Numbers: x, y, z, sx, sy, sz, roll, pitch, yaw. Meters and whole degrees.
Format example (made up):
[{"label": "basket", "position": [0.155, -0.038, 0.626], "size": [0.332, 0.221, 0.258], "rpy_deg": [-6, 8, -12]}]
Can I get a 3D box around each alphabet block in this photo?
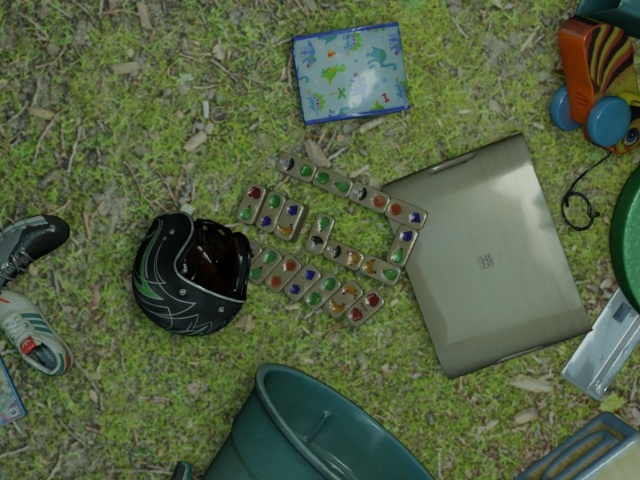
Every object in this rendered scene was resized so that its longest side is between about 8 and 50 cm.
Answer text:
[{"label": "alphabet block", "position": [0.409, 0.382, 1.824], "size": [0.192, 0.193, 0.197], "rpy_deg": [-36, 93, 2]}]

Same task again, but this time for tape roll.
[{"label": "tape roll", "position": [0.578, -0.001, 1.846], "size": [0.321, 0.077, 0.321], "rpy_deg": [0, 97, -3]}]

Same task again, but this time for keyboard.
[{"label": "keyboard", "position": [0.449, 0.111, 1.905], "size": [0.072, 0.014, 0.256], "rpy_deg": [34, 91, 3]}]

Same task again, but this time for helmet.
[{"label": "helmet", "position": [-0.182, 0.054, 1.812], "size": [0.169, 0.169, 0.161], "rpy_deg": [6, 74, -1]}]

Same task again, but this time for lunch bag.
[{"label": "lunch bag", "position": [0.040, -0.234, 1.841], "size": [0.151, 0.096, 0.129], "rpy_deg": [-10, 93, -10]}]

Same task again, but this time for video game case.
[{"label": "video game case", "position": [-0.527, 0.233, 1.892], "size": [0.166, 0.015, 0.119], "rpy_deg": [-24, 93, 0]}]

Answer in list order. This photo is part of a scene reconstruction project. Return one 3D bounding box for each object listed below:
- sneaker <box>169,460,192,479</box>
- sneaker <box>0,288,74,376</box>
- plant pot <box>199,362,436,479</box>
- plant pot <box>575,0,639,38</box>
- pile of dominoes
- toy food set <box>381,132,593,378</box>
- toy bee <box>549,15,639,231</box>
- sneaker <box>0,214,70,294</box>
[{"label": "sneaker", "position": [-0.243, 0.389, 1.881], "size": [0.076, 0.065, 0.166], "rpy_deg": [27, 90, 2]}, {"label": "sneaker", "position": [-0.418, 0.132, 1.859], "size": [0.057, 0.075, 0.161], "rpy_deg": [-42, 93, 1]}, {"label": "plant pot", "position": [-0.050, 0.402, 1.766], "size": [0.341, 0.341, 0.334], "rpy_deg": [38, 99, -2]}, {"label": "plant pot", "position": [0.514, -0.351, 1.816], "size": [0.234, 0.166, 0.165], "rpy_deg": [21, 92, -11]}, {"label": "pile of dominoes", "position": [0.000, 0.000, 1.845], "size": [0.251, 0.040, 0.196], "rpy_deg": [23, 93, 14]}, {"label": "toy food set", "position": [0.238, 0.025, 1.869], "size": [0.219, 0.092, 0.306], "rpy_deg": [-20, 91, 12]}, {"label": "toy bee", "position": [0.403, -0.189, 1.835], "size": [0.162, 0.298, 0.195], "rpy_deg": [-25, 55, -26]}, {"label": "sneaker", "position": [-0.446, 0.061, 1.828], "size": [0.228, 0.086, 0.132], "rpy_deg": [-23, 58, 9]}]
